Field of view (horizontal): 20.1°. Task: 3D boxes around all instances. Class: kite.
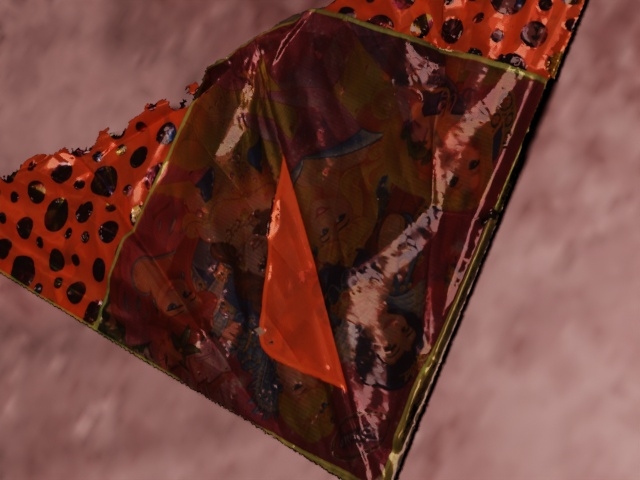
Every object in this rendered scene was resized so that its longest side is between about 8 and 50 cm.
[{"bbox_3d":[-0.001,0.000,0.392,0.222,0.008,0.125,-29,60,25],"label":"kite"}]
